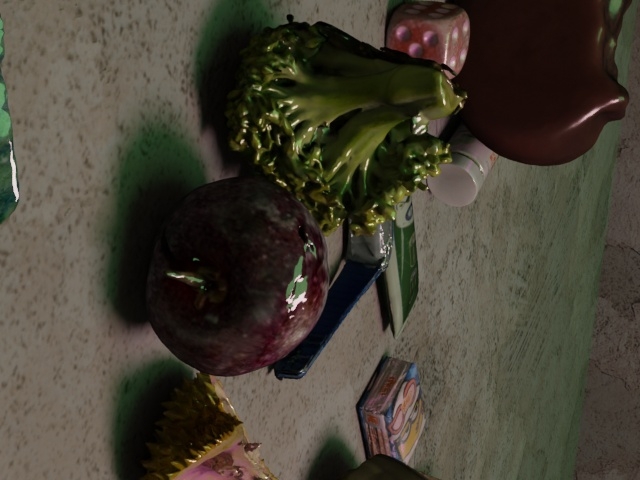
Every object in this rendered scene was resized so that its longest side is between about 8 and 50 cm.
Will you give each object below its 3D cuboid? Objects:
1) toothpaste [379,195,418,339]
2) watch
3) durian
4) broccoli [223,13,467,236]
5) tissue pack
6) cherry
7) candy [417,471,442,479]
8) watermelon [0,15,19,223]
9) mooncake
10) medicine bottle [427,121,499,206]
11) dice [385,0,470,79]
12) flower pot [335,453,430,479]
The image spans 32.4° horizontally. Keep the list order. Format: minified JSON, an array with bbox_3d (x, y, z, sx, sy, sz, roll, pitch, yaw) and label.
[{"bbox_3d":[0.104,-0.012,1.572,0.392,0.061,0.098,79,32,-46],"label":"toothpaste"},{"bbox_3d":[0.002,-0.013,1.353,0.274,0.068,0.276,-48,142,-41],"label":"watch"},{"bbox_3d":[-0.109,0.222,1.122,0.182,0.132,0.165,5,104,-69],"label":"durian"},{"bbox_3d":[0.015,-0.101,1.116,0.242,0.273,0.180,40,79,-31],"label":"broccoli"},{"bbox_3d":[0.114,0.274,1.711,0.155,0.065,0.115,79,32,-42],"label":"tissue pack"},{"bbox_3d":[-0.077,0.029,1.052,0.195,0.195,0.195,-40,135,-55],"label":"cherry"},{"bbox_3d":[0.203,0.584,1.907,0.320,0.179,0.135,-68,153,-23],"label":"candy"},{"bbox_3d":[-0.249,-0.135,0.551,0.292,0.222,0.319,84,29,-43],"label":"watermelon"},{"bbox_3d":[0.345,-0.294,1.673,0.326,0.334,0.174,62,15,20],"label":"mooncake"},{"bbox_3d":[0.244,-0.141,1.783,0.183,0.086,0.086,-55,147,-42],"label":"medicine bottle"},{"bbox_3d":[0.146,-0.272,1.501,0.093,0.094,0.091,-43,142,-53],"label":"dice"},{"bbox_3d":[0.106,0.472,1.535,0.244,0.307,0.307,-48,147,-16],"label":"flower pot"}]
